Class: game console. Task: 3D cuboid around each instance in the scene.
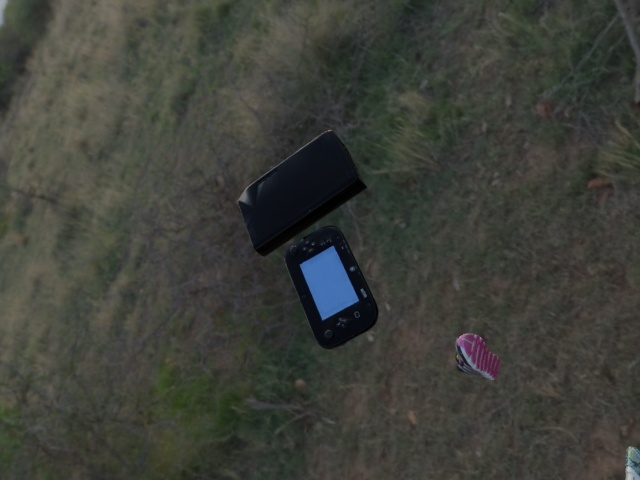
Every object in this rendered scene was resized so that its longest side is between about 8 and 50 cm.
[{"bbox_3d":[0.000,0.000,1.114,0.213,0.044,0.361,-34,53,14],"label":"game console"}]

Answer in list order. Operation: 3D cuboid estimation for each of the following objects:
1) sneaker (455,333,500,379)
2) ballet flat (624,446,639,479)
[{"bbox_3d":[0.296,0.232,1.399,0.074,0.170,0.063,1,64,36],"label":"sneaker"},{"bbox_3d":[0.677,0.529,1.468,0.070,0.070,0.188,-46,57,40],"label":"ballet flat"}]
